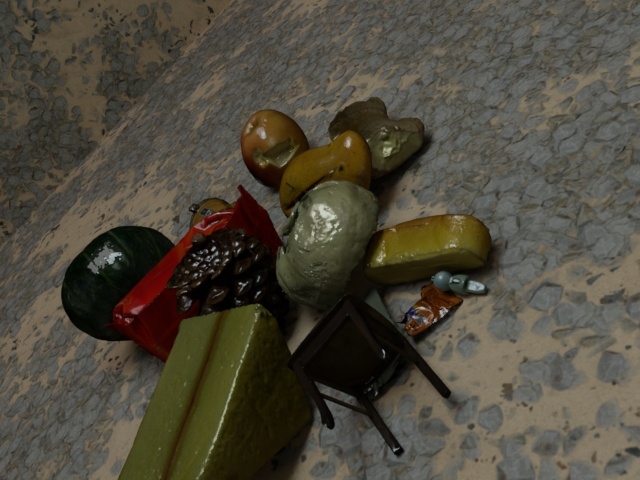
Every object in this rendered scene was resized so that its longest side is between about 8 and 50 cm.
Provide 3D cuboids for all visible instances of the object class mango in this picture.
[{"bbox_3d":[0.006,-0.117,1.515,0.120,0.177,0.295,-21,-9,-33],"label":"mango"}]

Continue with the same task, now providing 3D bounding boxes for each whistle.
[{"bbox_3d":[0.231,0.073,1.197,0.100,0.035,0.035,10,59,35],"label":"whistle"}]

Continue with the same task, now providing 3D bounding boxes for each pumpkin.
[{"bbox_3d":[-0.451,0.109,1.677,0.207,0.300,0.300,38,82,28],"label":"pumpkin"}]

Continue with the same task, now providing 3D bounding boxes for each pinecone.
[{"bbox_3d":[-0.175,0.092,1.408,0.224,0.273,0.224,-26,32,18],"label":"pinecone"}]

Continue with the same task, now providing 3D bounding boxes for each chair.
[{"bbox_3d":[0.052,0.172,1.152,0.160,0.186,0.319,-52,33,11],"label":"chair"}]

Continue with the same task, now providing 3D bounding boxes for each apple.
[{"bbox_3d":[-0.120,-0.240,1.810,0.199,0.199,0.199,-28,35,23],"label":"apple"}]

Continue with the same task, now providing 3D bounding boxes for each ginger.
[{"bbox_3d":[0.122,-0.232,1.591,0.221,0.130,0.276,-22,39,21],"label":"ginger"}]

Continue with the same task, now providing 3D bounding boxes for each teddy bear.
[{"bbox_3d":[-0.244,-0.038,1.767,0.190,0.140,0.177,13,59,43],"label":"teddy bear"}]

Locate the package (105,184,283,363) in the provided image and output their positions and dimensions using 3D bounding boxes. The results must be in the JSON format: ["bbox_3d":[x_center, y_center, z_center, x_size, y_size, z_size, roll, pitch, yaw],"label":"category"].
[{"bbox_3d":[-0.258,0.092,1.565,0.423,0.196,0.123,-45,35,-3],"label":"package"}]

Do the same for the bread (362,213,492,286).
[{"bbox_3d":[0.187,0.018,1.260,0.245,0.102,0.095,-15,48,40],"label":"bread"}]

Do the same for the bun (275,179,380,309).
[{"bbox_3d":[0.000,0.000,1.350,0.259,0.152,0.259,-60,7,12],"label":"bun"}]

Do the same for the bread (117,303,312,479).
[{"bbox_3d":[-0.216,0.295,1.151,0.233,0.245,0.361,-16,11,36],"label":"bread"}]

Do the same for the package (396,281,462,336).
[{"bbox_3d":[0.180,0.116,1.213,0.110,0.033,0.077,-41,22,-4],"label":"package"}]
